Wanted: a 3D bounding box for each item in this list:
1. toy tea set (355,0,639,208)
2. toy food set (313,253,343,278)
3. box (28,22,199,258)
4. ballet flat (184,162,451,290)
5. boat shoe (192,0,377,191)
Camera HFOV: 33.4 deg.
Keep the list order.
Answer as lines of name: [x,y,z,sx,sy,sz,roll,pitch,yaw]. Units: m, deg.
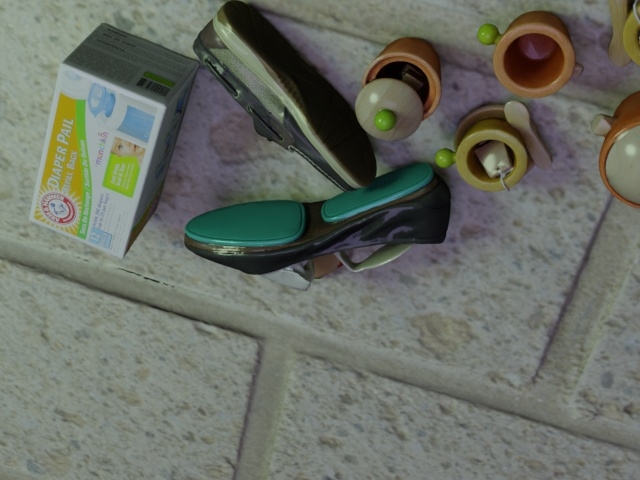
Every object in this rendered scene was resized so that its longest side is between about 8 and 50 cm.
toy tea set: [0.199,-0.112,0.965,0.336,0.124,0.200,-7,121,20]
toy food set: [-0.014,0.008,1.171,0.083,0.020,0.083,8,125,10]
box: [-0.216,-0.100,1.103,0.114,0.103,0.203,22,126,0]
ballet flat: [0.000,0.000,1.098,0.281,0.095,0.096,-11,119,14]
boat shoe: [-0.035,-0.133,1.051,0.073,0.080,0.223,-33,104,37]
